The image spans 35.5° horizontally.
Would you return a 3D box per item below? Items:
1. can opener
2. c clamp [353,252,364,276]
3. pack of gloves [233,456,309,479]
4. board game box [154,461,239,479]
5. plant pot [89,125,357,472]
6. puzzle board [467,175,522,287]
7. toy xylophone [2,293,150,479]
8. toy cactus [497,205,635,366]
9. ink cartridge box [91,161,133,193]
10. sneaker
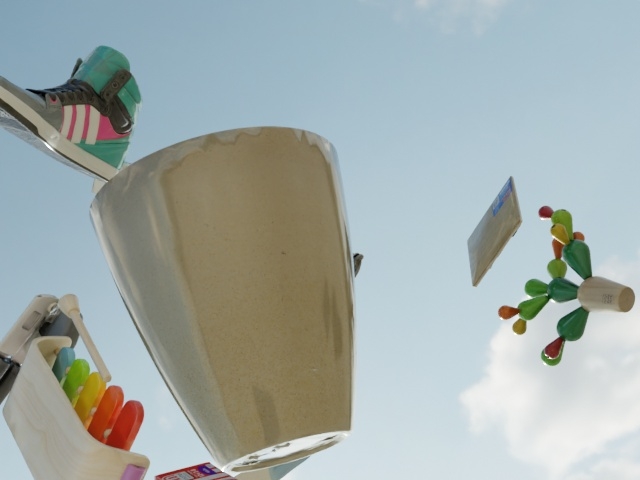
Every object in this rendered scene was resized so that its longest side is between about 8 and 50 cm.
[{"bbox_3d":[-0.462,0.206,1.478,0.283,0.095,0.076,-55,-29,-7],"label":"can opener"},{"bbox_3d":[0.000,0.000,1.386,0.137,0.160,0.022,-24,-30,-37],"label":"c clamp"},{"bbox_3d":[-0.097,0.426,2.090,0.232,0.046,0.195,-32,-62,-35],"label":"pack of gloves"},{"bbox_3d":[-0.049,0.253,0.627,0.045,0.147,0.193,-8,-83,-30],"label":"board game box"},{"bbox_3d":[-0.066,0.073,0.964,0.257,0.256,0.274,3,-117,-45],"label":"plant pot"},{"bbox_3d":[0.234,-0.011,1.342,0.011,0.096,0.128,19,-51,-13],"label":"puzzle board"},{"bbox_3d":[-0.324,0.223,1.324,0.081,0.322,0.236,15,-65,-40],"label":"toy xylophone"},{"bbox_3d":[0.334,0.064,1.341,0.112,0.180,0.218,14,-94,-33],"label":"toy cactus"},{"bbox_3d":[-0.318,-0.097,1.671,0.115,0.029,0.062,14,-80,-9],"label":"ink cartridge box"},{"bbox_3d":[-0.358,-0.212,1.444,0.178,0.124,0.295,-66,-28,-8],"label":"sneaker"}]
